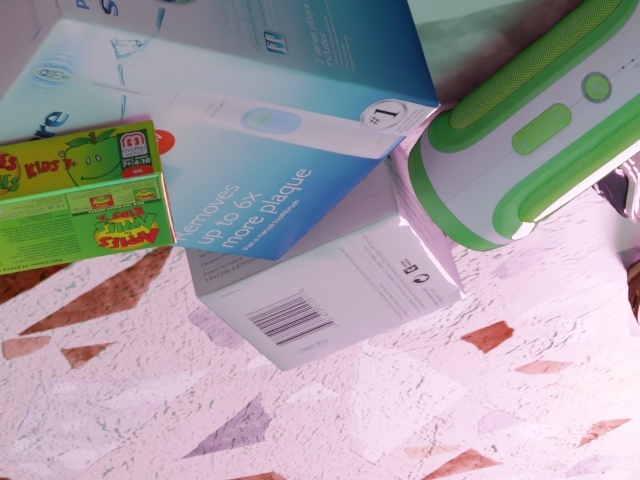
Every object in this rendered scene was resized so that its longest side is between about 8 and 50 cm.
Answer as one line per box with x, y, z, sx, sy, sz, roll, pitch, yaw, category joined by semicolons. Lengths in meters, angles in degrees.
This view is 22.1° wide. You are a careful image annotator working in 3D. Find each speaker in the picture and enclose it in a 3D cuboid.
0.206;-0.112;1.265;0.131;0.131;0.296;15;138;-42;speaker

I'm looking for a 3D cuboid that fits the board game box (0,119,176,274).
-0.190;-0.022;1.063;0.181;0.043;0.092;-10;151;-4;board game box

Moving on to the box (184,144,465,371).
0.000;0.000;1.361;0.182;0.119;0.181;-23;149;12;box

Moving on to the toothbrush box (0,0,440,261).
-0.104;-0.107;1.127;0.295;0.126;0.216;11;142;-36;toothbrush box

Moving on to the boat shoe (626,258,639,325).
0.350;0.034;1.610;0.064;0.060;0.178;10;156;-6;boat shoe

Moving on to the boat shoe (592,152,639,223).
0.257;-0.077;1.435;0.065;0.075;0.206;21;168;24;boat shoe
